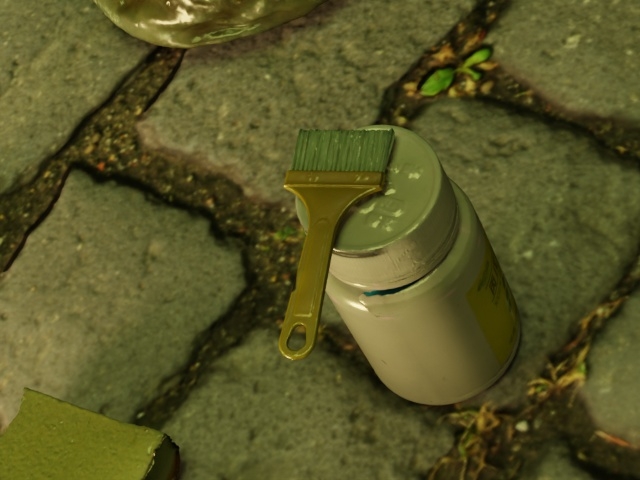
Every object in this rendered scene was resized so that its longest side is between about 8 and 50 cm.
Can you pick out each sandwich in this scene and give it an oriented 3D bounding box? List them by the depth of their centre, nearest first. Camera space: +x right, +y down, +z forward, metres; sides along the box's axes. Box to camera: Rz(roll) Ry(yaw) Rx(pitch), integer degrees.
[{"bbox_3d":[-0.261,0.262,1.593,0.212,0.063,0.245,14,64,34],"label":"sandwich"}]

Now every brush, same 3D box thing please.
[{"bbox_3d":[0.000,0.000,1.357,0.083,0.011,0.205,2,60,21],"label":"brush"}]

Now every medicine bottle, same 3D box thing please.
[{"bbox_3d":[0.074,0.024,1.480,0.143,0.258,0.143,-10,56,16],"label":"medicine bottle"}]

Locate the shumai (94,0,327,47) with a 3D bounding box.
[{"bbox_3d":[-0.110,-0.415,1.816,0.397,0.323,0.324,-21,54,8],"label":"shumai"}]
